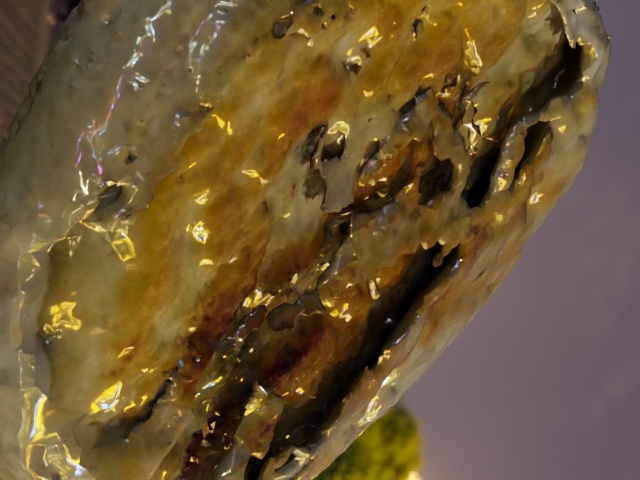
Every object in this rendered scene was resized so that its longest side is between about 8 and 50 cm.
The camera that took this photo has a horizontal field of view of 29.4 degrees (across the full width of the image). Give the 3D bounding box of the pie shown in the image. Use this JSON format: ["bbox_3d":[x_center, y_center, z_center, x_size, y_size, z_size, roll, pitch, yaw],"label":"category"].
[{"bbox_3d":[0.000,0.000,0.504,0.077,0.339,0.339,38,-48,32],"label":"pie"}]
